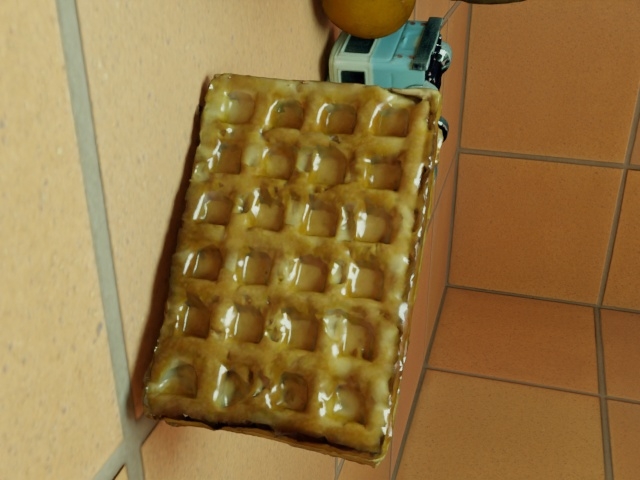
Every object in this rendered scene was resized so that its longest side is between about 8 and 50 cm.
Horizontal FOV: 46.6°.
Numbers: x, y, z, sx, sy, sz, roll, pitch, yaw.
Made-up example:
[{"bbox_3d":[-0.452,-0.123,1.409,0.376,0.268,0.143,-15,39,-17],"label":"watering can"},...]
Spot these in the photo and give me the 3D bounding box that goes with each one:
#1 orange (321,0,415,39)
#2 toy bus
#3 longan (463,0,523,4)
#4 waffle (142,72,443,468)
[{"bbox_3d":[0.056,-0.332,0.930,0.156,0.124,0.156,-11,90,-74],"label":"orange"},{"bbox_3d":[0.096,-0.174,1.070,0.271,0.164,0.133,83,21,-45],"label":"toy bus"},{"bbox_3d":[0.272,-0.567,1.151,0.391,0.390,0.392,7,90,-76],"label":"longan"},{"bbox_3d":[-0.020,0.019,0.629,0.091,0.212,0.308,58,40,-70],"label":"waffle"}]
